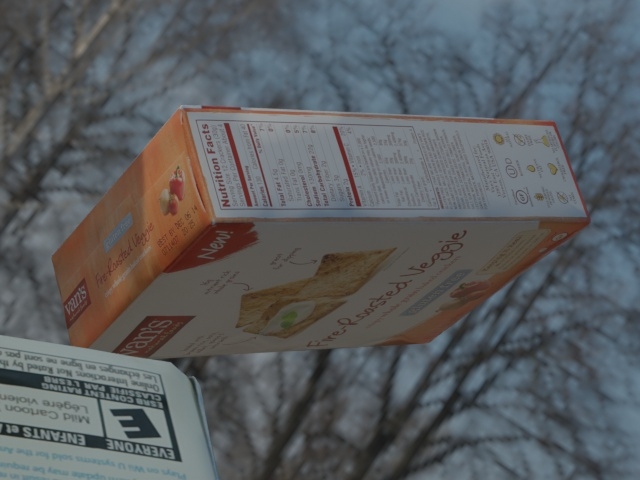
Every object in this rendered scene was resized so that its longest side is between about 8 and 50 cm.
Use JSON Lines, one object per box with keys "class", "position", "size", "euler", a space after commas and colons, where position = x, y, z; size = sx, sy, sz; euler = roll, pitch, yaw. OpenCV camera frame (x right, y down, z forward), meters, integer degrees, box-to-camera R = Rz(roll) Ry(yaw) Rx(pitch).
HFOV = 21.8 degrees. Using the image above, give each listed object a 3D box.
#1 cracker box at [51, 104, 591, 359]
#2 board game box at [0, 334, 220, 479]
{"class": "cracker box", "position": [0.000, 0.000, 0.856], "size": [0.232, 0.067, 0.156], "euler": [0, -27, -34]}
{"class": "board game box", "position": [-0.109, 0.120, 0.232], "size": [0.224, 0.097, 0.303], "euler": [10, 26, -19]}
